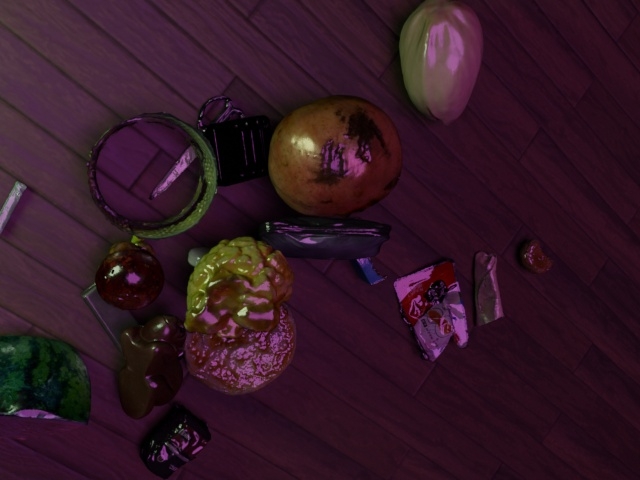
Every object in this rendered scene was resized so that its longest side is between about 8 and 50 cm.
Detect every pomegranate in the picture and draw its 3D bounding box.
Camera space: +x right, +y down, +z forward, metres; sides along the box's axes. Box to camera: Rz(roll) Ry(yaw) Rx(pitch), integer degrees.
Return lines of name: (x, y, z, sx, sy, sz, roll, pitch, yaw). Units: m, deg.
pomegranate: (0.035, -0.192, 1.633, 0.322, 0.322, 0.322, -5, 102, -24)

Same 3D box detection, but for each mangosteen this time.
mangosteen: (-0.430, 0.066, 1.558, 0.146, 0.181, 0.156, -17, 149, -24)

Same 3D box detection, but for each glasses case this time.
glasses case: (-0.470, 0.180, 1.619, 0.072, 0.042, 0.190, -37, 113, -23)
glasses case: (-0.203, 0.058, 1.689, 0.233, 0.092, 0.059, 11, 103, -27)

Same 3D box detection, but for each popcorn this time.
popcorn: (-0.187, 0.118, 1.537, 0.251, 0.237, 0.206, -54, 142, -44)

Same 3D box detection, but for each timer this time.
timer: (-0.185, -0.210, 1.631, 0.187, 0.055, 0.144, -22, 110, -49)

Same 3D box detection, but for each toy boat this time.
toy boat: (0.113, 0.029, 1.836, 0.077, 0.075, 0.185, -36, 108, -11)

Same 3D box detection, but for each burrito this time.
burrito: (0.483, 0.143, 2.031, 0.060, 0.087, 0.226, -25, 111, -59)

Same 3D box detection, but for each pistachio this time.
pistachio: (0.304, -0.449, 1.771, 0.226, 0.208, 0.331, -44, 134, -60)

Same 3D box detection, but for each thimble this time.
thimble: (-0.364, -0.143, 1.528, 0.271, 0.150, 0.270, -3, 100, -18)

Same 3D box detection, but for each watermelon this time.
watermelon: (-0.674, 0.295, 1.498, 0.292, 0.319, 0.222, 28, 53, -33)

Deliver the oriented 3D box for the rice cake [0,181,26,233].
rice cake: (-0.662, -0.069, 1.493, 0.022, 0.021, 0.121, 30, 86, -36)

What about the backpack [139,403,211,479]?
backpack: (-0.351, 0.493, 1.699, 0.120, 0.106, 0.165, 45, 78, -29)

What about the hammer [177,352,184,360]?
hammer: (-0.289, 0.243, 1.725, 0.178, 0.021, 0.065, -39, 114, -13)

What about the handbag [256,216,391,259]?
handbag: (-0.003, 0.000, 1.685, 0.332, 0.191, 0.075, 0, 74, -8)

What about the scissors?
scissors: (-0.296, -0.208, 1.633, 0.109, 0.022, 0.300, 44, 81, -21)

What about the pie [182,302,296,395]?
pie: (-0.195, 0.242, 1.720, 0.302, 0.067, 0.302, -5, 102, -23)

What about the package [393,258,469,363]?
package: (0.324, 0.203, 1.979, 0.194, 0.071, 0.269, -23, 96, -21)

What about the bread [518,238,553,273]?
bread: (0.631, 0.053, 2.087, 0.082, 0.060, 0.113, -44, 112, -12)

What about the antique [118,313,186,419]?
antique: (-0.373, 0.277, 1.610, 0.143, 0.121, 0.256, -26, 133, -50)
